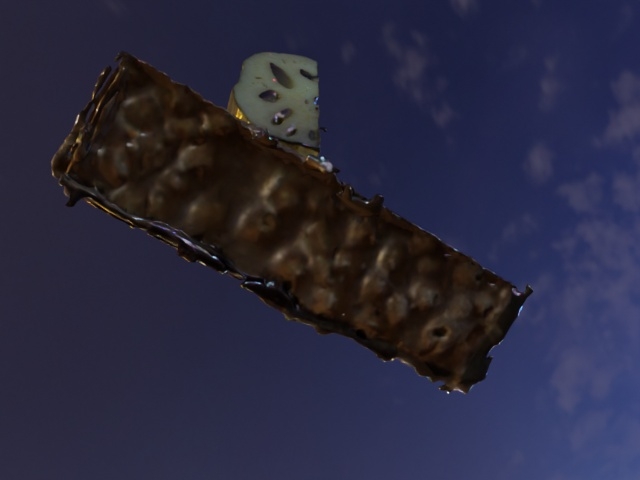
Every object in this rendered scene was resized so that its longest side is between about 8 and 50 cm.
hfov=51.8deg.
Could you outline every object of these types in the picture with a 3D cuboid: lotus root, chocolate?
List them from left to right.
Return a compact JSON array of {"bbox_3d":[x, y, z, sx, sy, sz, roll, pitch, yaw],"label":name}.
[{"bbox_3d":[-0.098,-0.127,1.036,0.150,0.267,0.260,13,-50,-12],"label":"lotus root"},{"bbox_3d":[-0.003,0.001,0.434,0.329,0.065,0.102,30,-84,-24],"label":"chocolate"}]
